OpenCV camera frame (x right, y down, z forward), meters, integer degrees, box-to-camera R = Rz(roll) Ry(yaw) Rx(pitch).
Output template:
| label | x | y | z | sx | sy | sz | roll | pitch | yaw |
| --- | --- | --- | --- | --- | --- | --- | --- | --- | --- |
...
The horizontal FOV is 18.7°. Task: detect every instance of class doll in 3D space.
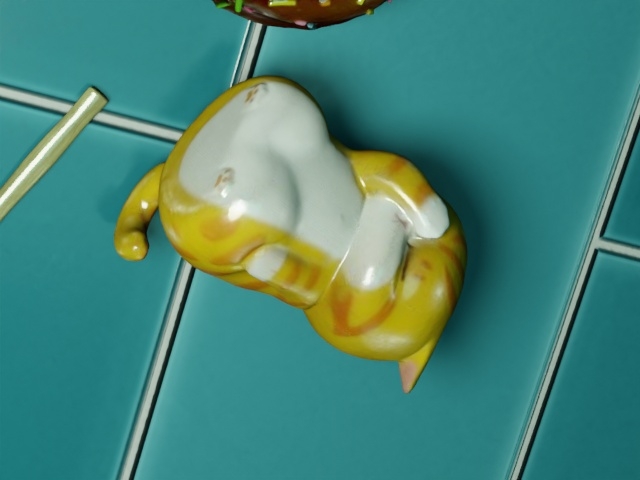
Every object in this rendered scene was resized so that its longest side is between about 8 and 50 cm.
| label | x | y | z | sx | sy | sz | roll | pitch | yaw |
| --- | --- | --- | --- | --- | --- | --- | --- | --- | --- |
| doll | -0.001 | -0.009 | 1.513 | 0.269 | 0.162 | 0.167 | 29 | 66 | -14 |

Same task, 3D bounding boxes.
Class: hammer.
| label | x | y | z | sx | sy | sz | roll | pitch | yaw |
| --- | --- | --- | --- | --- | --- | --- | --- | --- | --- |
| hammer | -0.240 | -0.044 | 1.520 | 0.062 | 0.013 | 0.199 | 41 | 93 | -21 |

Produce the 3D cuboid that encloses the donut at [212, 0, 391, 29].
| label | x | y | z | sx | sy | sz | roll | pitch | yaw |
| --- | --- | --- | --- | --- | --- | --- | --- | --- | --- |
| donut | -0.014 | -0.268 | 1.468 | 0.216 | 0.096 | 0.230 | -15 | 109 | -9 |
